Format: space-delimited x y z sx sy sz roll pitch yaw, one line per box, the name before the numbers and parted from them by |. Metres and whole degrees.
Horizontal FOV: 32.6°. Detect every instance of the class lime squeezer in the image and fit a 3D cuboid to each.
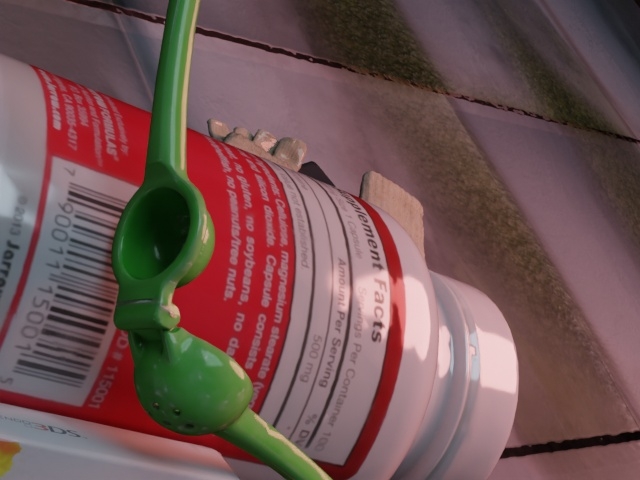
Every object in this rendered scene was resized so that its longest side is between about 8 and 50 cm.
lime squeezer | -0.048 0.019 0.516 0.110 0.059 0.310 -21 100 -33

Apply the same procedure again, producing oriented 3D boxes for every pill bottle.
pill bottle | -0.080 0.054 0.666 0.408 0.229 0.229 20 40 -34

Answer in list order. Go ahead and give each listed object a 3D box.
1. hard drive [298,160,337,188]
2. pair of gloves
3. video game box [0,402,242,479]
hard drive | -0.017 -0.022 1.010 0.094 0.022 0.135 51 33 9
pair of gloves | 0.000 0.000 0.945 0.240 0.042 0.204 24 42 -26
video game box | -0.158 0.168 0.502 0.205 0.187 0.048 19 4 -33
